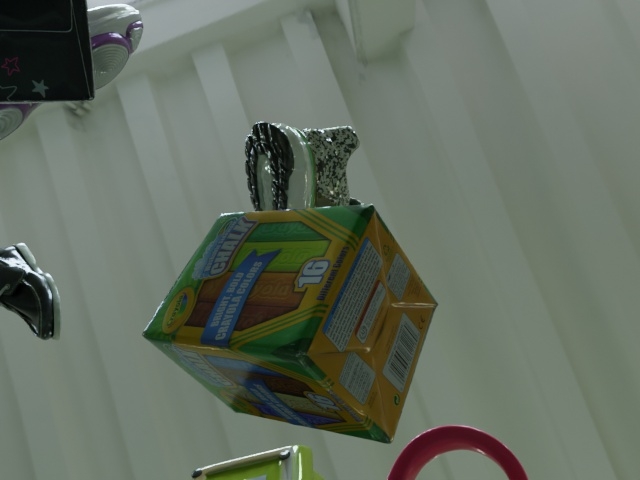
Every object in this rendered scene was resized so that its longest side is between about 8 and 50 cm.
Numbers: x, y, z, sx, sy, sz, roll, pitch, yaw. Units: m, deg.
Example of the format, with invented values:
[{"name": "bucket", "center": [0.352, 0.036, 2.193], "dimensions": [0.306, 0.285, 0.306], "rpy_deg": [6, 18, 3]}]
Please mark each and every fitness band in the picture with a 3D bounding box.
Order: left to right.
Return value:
[{"name": "fitness band", "center": [0.177, 0.394, 0.839], "dimensions": [0.209, 0.054, 0.291], "rpy_deg": [4, -130, 34]}]

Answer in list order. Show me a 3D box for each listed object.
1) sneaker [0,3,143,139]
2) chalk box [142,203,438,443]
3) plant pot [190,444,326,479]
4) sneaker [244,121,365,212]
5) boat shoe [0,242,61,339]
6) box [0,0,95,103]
[{"name": "sneaker", "center": [-0.362, -0.239, 0.760], "dimensions": [0.152, 0.114, 0.305], "rpy_deg": [45, -122, 7]}, {"name": "chalk box", "center": [-0.052, 0.086, 0.684], "dimensions": [0.289, 0.179, 0.180], "rpy_deg": [-2, -131, 38]}, {"name": "plant pot", "center": [-0.084, 0.437, 0.879], "dimensions": [0.228, 0.227, 0.207], "rpy_deg": [-16, -68, 6]}, {"name": "sneaker", "center": [0.000, 0.000, 0.959], "dimensions": [0.182, 0.410, 0.158], "rpy_deg": [-18, -140, -25]}, {"name": "boat shoe", "center": [-0.407, 0.073, 0.823], "dimensions": [0.233, 0.079, 0.084], "rpy_deg": [29, -63, 43]}, {"name": "box", "center": [-0.310, -0.187, 0.471], "dimensions": [0.247, 0.142, 0.163], "rpy_deg": [-6, -75, -19]}]
